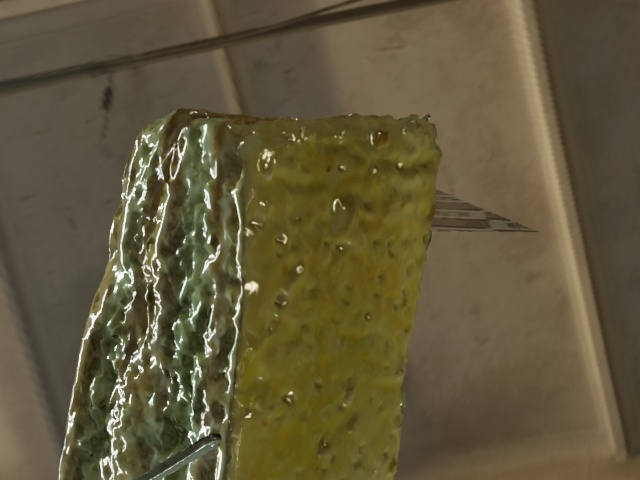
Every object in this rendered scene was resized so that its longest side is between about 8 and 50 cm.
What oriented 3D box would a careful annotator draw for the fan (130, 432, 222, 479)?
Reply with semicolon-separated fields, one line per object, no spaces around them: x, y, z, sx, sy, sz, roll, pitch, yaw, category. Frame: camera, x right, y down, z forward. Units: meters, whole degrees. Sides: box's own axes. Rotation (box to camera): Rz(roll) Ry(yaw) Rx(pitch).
-0.108;0.107;0.469;0.175;0.113;0.005;-30;-113;-5;fan

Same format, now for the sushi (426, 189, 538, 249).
0.000;0.000;1.369;0.320;0.339;0.068;0;-82;-13;sushi

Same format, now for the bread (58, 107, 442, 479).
-0.027;0.037;0.610;0.102;0.138;0.196;14;-79;33;bread
